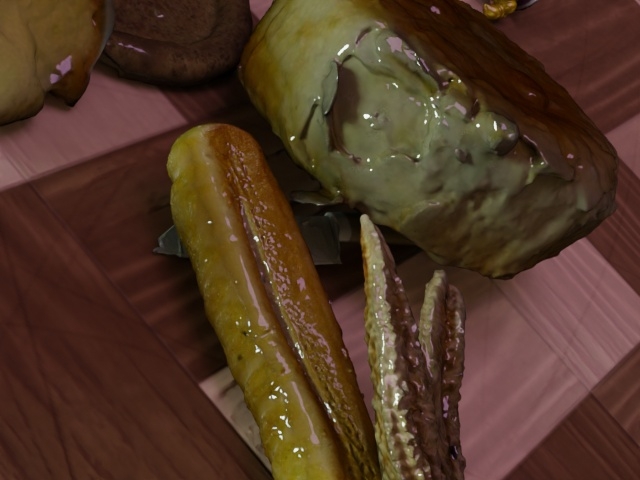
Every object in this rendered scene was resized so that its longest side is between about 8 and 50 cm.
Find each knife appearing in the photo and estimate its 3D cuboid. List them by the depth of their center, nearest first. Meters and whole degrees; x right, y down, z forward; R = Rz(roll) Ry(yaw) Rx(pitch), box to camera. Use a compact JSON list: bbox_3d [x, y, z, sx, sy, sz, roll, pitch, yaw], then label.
[{"bbox_3d":[0.002,-0.001,1.007,0.297,0.017,0.047,1,62,-44],"label":"knife"}]

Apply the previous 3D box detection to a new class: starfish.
[{"bbox_3d":[0.093,0.168,0.805,0.375,0.094,0.327,63,12,-11],"label":"starfish"}]

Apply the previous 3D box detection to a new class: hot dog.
[{"bbox_3d":[-0.031,0.052,0.875,0.087,0.061,0.286,14,46,-43],"label":"hot dog"}]

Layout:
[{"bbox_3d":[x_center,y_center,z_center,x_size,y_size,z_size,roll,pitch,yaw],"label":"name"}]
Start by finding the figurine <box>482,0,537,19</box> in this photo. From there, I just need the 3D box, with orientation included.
[{"bbox_3d":[0.159,-0.293,1.412,0.156,0.094,0.115,48,52,-24],"label":"figurine"}]

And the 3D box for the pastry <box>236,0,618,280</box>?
[{"bbox_3d":[0.085,-0.094,1.057,0.329,0.136,0.330,33,21,-15],"label":"pastry"}]

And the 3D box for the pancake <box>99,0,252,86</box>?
[{"bbox_3d":[-0.176,-0.233,1.067,0.286,0.033,0.288,13,45,-36],"label":"pancake"}]

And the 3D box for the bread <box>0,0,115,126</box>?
[{"bbox_3d":[-0.234,-0.198,0.894,0.133,0.252,0.174,7,24,29],"label":"bread"}]
